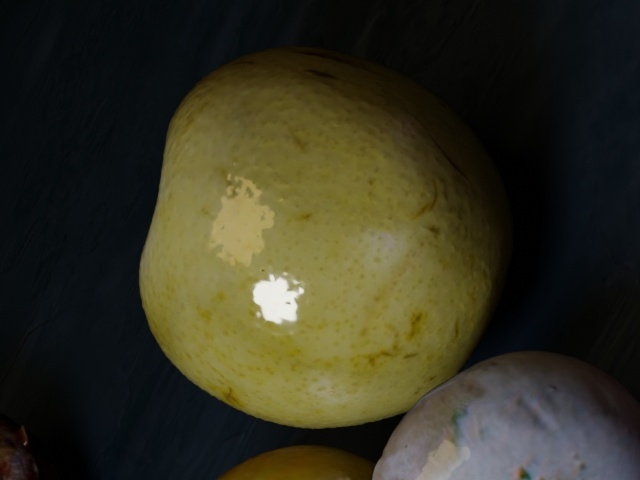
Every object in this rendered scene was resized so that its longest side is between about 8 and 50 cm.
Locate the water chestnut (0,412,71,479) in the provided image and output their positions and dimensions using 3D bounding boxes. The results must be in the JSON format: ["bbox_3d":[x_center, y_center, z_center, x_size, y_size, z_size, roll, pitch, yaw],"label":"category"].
[{"bbox_3d":[-0.439,0.343,1.960,0.350,0.302,0.350,-18,67,49],"label":"water chestnut"}]

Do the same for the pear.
[{"bbox_3d":[0.000,0.000,1.541,0.348,0.348,0.348,-22,60,44],"label":"pear"}]

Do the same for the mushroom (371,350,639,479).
[{"bbox_3d":[0.149,0.199,1.391,0.243,0.244,0.243,-22,60,44],"label":"mushroom"}]

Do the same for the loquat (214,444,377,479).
[{"bbox_3d":[-0.012,0.294,1.534,0.244,0.244,0.243,-22,60,44],"label":"loquat"}]
